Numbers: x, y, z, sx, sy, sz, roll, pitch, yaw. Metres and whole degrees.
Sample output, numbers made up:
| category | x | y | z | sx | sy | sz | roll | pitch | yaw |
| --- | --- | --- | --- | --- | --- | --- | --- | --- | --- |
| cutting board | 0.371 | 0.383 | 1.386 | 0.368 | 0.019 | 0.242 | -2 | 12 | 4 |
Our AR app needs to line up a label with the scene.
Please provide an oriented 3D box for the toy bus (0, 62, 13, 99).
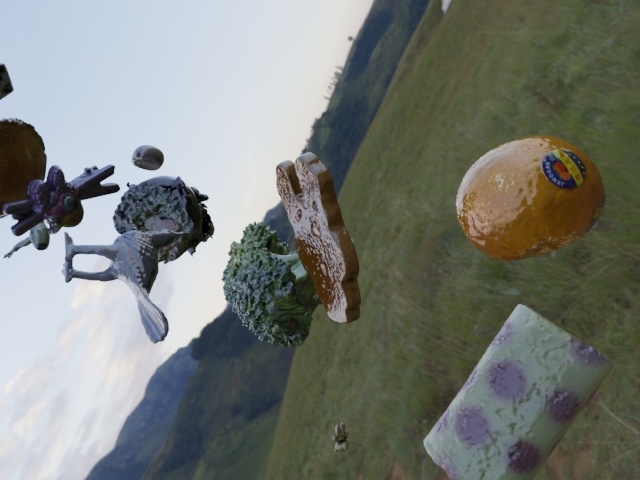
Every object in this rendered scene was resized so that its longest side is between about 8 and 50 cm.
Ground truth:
| category | x | y | z | sx | sy | sz | roll | pitch | yaw |
| --- | --- | --- | --- | --- | --- | --- | --- | --- | --- |
| toy bus | -0.952 | -0.433 | 1.230 | 0.136 | 0.330 | 0.108 | -48 | -29 | -43 |

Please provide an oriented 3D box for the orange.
| category | x | y | z | sx | sy | sz | roll | pitch | yaw |
| --- | --- | --- | --- | --- | --- | --- | --- | --- | --- |
| orange | 0.267 | -0.055 | 0.625 | 0.178 | 0.155 | 0.177 | -26 | -16 | -8 |

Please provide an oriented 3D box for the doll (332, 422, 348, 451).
| category | x | y | z | sx | sy | sz | roll | pitch | yaw |
| --- | --- | --- | --- | --- | --- | --- | --- | --- | --- |
| doll | 0.066 | 0.663 | 1.614 | 0.051 | 0.062 | 0.093 | -32 | 71 | 59 |

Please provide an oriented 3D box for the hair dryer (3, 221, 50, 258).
| category | x | y | z | sx | sy | sz | roll | pitch | yaw |
| --- | --- | --- | --- | --- | --- | --- | --- | --- | --- |
| hair dryer | -1.033 | -0.030 | 1.688 | 0.067 | 0.199 | 0.167 | 34 | -135 | -63 |

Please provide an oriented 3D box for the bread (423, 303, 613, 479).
| category | x | y | z | sx | sy | sz | roll | pitch | yaw |
| --- | --- | --- | --- | --- | --- | --- | --- | --- | --- |
| bread | 0.353 | 0.303 | 0.876 | 0.155 | 0.187 | 0.338 | 25 | -80 | -53 |

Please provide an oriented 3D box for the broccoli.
| category | x | y | z | sx | sy | sz | roll | pitch | yaw |
| --- | --- | --- | --- | --- | --- | --- | --- | --- | --- |
| broccoli | -0.092 | 0.068 | 1.063 | 0.301 | 0.249 | 0.375 | -64 | -8 | -1 |

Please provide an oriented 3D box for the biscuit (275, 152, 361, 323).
| category | x | y | z | sx | sy | sz | roll | pitch | yaw |
| --- | --- | --- | --- | --- | --- | --- | --- | --- | --- |
| biscuit | 0.003 | -0.001 | 0.818 | 0.186 | 0.044 | 0.294 | 8 | 116 | 65 |

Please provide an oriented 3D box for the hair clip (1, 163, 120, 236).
| category | x | y | z | sx | sy | sz | roll | pitch | yaw |
| --- | --- | --- | --- | --- | --- | --- | --- | --- | --- |
| hair clip | -0.540 | -0.105 | 1.034 | 0.278 | 0.091 | 0.136 | -62 | -25 | -57 |

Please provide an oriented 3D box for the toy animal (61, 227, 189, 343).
| category | x | y | z | sx | sy | sz | roll | pitch | yaw |
| --- | --- | --- | --- | --- | --- | --- | --- | --- | --- |
| toy animal | -0.348 | 0.041 | 0.845 | 0.367 | 0.206 | 0.081 | -111 | 34 | -63 |

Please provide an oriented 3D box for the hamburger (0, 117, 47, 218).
| category | x | y | z | sx | sy | sz | roll | pitch | yaw |
| --- | --- | --- | --- | --- | --- | --- | --- | --- | --- |
| hamburger | -0.688 | -0.149 | 0.953 | 0.244 | 0.163 | 0.244 | 19 | -90 | -82 |

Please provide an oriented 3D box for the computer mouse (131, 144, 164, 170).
| category | x | y | z | sx | sy | sz | roll | pitch | yaw |
| --- | --- | --- | --- | --- | --- | --- | --- | --- | --- |
| computer mouse | -0.380 | -0.186 | 1.062 | 0.096 | 0.066 | 0.039 | -13 | 65 | 59 |

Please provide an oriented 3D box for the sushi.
| category | x | y | z | sx | sy | sz | roll | pitch | yaw |
| --- | --- | --- | --- | --- | --- | --- | --- | --- | --- |
| sushi | -0.388 | -0.064 | 1.256 | 0.219 | 0.225 | 0.238 | -13 | -96 | -78 |
